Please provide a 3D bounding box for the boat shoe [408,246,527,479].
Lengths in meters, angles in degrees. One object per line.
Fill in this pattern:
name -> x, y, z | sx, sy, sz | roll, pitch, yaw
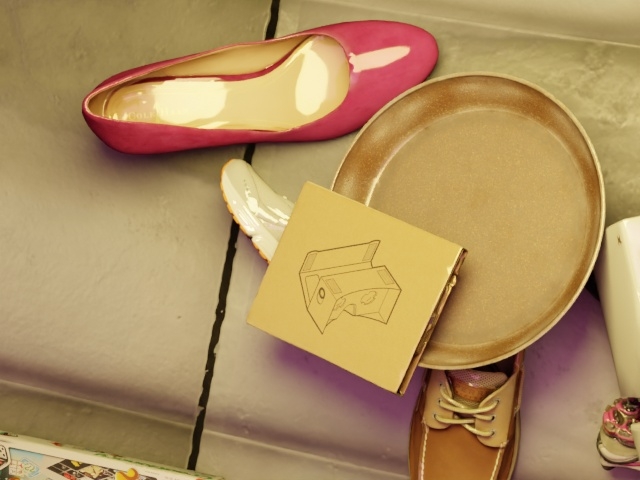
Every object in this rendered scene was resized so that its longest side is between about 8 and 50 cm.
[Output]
boat shoe -> 0.157, 0.150, 1.658 | 0.123, 0.120, 0.324 | 10, 89, 13

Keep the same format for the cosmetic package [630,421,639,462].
cosmetic package -> 0.509, 0.221, 1.517 | 0.366, 0.155, 0.196 | -17, 85, -4

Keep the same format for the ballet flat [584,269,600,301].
ballet flat -> 0.271, 0.003, 1.685 | 0.173, 0.057, 0.049 | 46, 57, 10

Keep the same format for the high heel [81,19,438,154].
high heel -> -0.063, -0.164, 1.693 | 0.377, 0.181, 0.127 | -18, 83, 12

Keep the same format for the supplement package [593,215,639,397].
supplement package -> 0.432, 0.042, 1.538 | 0.293, 0.175, 0.177 | -11, 86, -3

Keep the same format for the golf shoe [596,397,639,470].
golf shoe -> 0.381, 0.211, 1.641 | 0.186, 0.067, 0.086 | 5, 131, 2

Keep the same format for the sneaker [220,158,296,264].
sneaker -> 0.000, 0.000, 1.725 | 0.121, 0.099, 0.262 | -40, 87, 1

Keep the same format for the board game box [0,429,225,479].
board game box -> -0.273, 0.334, 1.783 | 0.305, 0.053, 0.192 | 9, 90, 13

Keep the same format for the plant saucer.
plant saucer -> 0.149, -0.019, 1.608 | 0.311, 0.050, 0.310 | -7, 75, 28

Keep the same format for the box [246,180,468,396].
box -> 0.034, 0.048, 1.616 | 0.201, 0.021, 0.164 | 24, 90, 31
